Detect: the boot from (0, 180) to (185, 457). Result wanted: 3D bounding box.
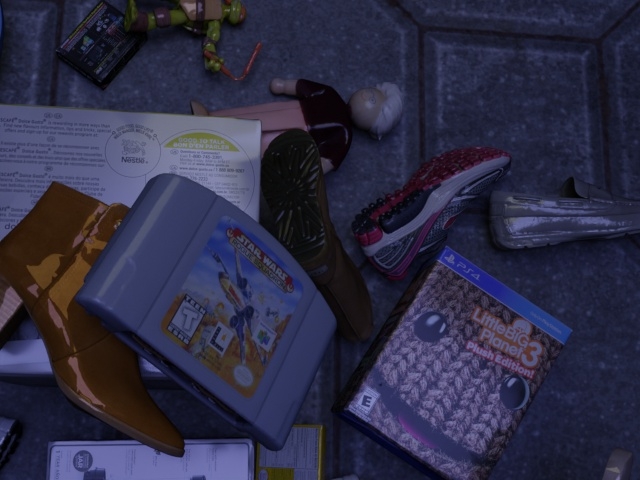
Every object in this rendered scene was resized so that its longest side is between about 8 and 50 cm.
[{"bbox_3d":[-0.223,0.080,0.916,0.295,0.104,0.211,35,70,-5],"label":"boot"}]

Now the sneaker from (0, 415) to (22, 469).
[{"bbox_3d":[-0.515,0.334,1.183,0.094,0.081,0.208,25,69,6],"label":"sneaker"}]

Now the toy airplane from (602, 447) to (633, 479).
[{"bbox_3d":[0.355,0.535,1.149,0.386,0.272,0.384,-37,116,-27],"label":"toy airplane"}]

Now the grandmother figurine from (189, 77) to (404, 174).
[{"bbox_3d":[-0.026,-0.187,1.348,0.342,0.104,0.208,-13,74,-10],"label":"grandmother figurine"}]

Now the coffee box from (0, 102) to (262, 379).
[{"bbox_3d":[-0.255,0.029,1.146,0.338,0.337,0.334,2,78,-6],"label":"coffee box"}]

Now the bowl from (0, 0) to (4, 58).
[{"bbox_3d":[-0.692,-0.322,1.304,0.391,0.077,0.391,2,78,-7],"label":"bowl"}]

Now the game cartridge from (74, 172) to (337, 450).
[{"bbox_3d":[-0.106,0.073,0.926,0.297,0.062,0.198,44,59,-28],"label":"game cartridge"}]

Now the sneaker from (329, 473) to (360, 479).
[{"bbox_3d":[0.040,0.460,1.232,0.094,0.080,0.212,-16,73,1],"label":"sneaker"}]

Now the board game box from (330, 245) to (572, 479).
[{"bbox_3d":[0.195,0.199,1.268,0.232,0.141,0.291,33,76,1],"label":"board game box"}]

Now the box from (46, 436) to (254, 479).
[{"bbox_3d":[-0.240,0.369,1.200,0.290,0.087,0.169,0,77,-7],"label":"box"}]

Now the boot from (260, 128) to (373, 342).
[{"bbox_3d":[0.000,0.000,1.239,0.089,0.269,0.236,-13,60,13],"label":"boot"}]

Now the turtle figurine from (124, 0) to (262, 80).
[{"bbox_3d":[-0.211,-0.396,1.376,0.217,0.087,0.269,2,83,-23],"label":"turtle figurine"}]

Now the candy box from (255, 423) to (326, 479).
[{"bbox_3d":[-0.046,0.376,1.236,0.105,0.027,0.206,-2,77,17],"label":"candy box"}]

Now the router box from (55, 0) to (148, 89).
[{"bbox_3d":[-0.356,-0.320,1.367,0.092,0.038,0.122,37,75,1],"label":"router box"}]

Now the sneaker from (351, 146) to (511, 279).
[{"bbox_3d":[0.187,-0.056,1.352,0.299,0.121,0.112,-34,113,-14],"label":"sneaker"}]

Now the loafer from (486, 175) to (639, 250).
[{"bbox_3d":[0.432,-0.052,1.373,0.319,0.112,0.111,-6,87,-8],"label":"loafer"}]
